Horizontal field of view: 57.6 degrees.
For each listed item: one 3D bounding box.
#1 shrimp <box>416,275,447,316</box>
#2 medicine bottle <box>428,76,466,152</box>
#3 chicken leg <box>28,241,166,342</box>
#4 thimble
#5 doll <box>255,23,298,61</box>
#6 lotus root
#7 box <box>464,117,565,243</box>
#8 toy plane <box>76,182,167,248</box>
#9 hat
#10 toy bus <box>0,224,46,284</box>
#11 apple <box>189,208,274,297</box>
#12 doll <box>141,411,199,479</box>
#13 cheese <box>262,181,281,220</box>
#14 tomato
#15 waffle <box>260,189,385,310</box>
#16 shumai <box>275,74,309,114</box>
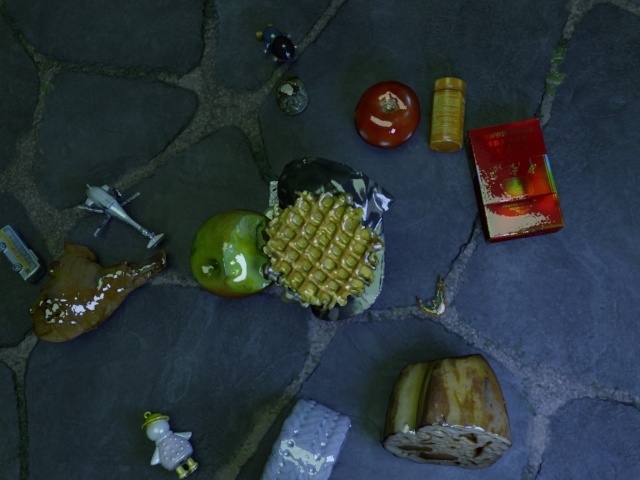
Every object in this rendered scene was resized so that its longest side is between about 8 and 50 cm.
[{"bbox_3d":[0.303,0.149,1.582,0.083,0.023,0.114,3,81,11],"label":"shrimp"},{"bbox_3d":[0.360,-0.355,1.653,0.096,0.096,0.192,5,77,8],"label":"medicine bottle"},{"bbox_3d":[-0.639,0.100,1.655,0.409,0.182,0.295,-27,59,-8],"label":"chicken leg"},{"bbox_3d":[-0.032,0.523,1.445,0.157,0.217,0.246,23,62,8],"label":"thimble"},{"bbox_3d":[-0.129,-0.599,1.782,0.102,0.089,0.179,-33,52,-1],"label":"doll"},{"bbox_3d":[0.289,0.395,1.398,0.316,0.316,0.250,-1,61,7],"label":"lotus root"},{"bbox_3d":[0.524,-0.162,1.593,0.197,0.089,0.314,-9,77,4],"label":"box"},{"bbox_3d":[-0.589,-0.073,1.690,0.182,0.107,0.273,-32,62,-14],"label":"toy plane"},{"bbox_3d":[0.000,0.000,1.501,0.366,0.257,0.382,-12,61,46],"label":"hat"},{"bbox_3d":[-0.899,0.043,1.740,0.075,0.064,0.190,-41,76,-16],"label":"toy bus"},{"bbox_3d":[-0.225,0.038,1.554,0.246,0.226,0.246,3,97,28],"label":"apple"},{"bbox_3d":[-0.407,0.540,1.550,0.129,0.081,0.207,-33,71,-31],"label":"doll"},{"bbox_3d":[-0.135,-0.078,1.681,0.097,0.037,0.192,0,78,6],"label":"cheese"},{"bbox_3d":[0.189,-0.353,1.653,0.195,0.136,0.195,-1,75,5],"label":"tomato"},{"bbox_3d":[-0.008,0.024,1.414,0.329,0.062,0.329,5,107,18],"label":"waffle"},{"bbox_3d":[-0.091,-0.446,1.735,0.098,0.087,0.124,-18,74,4],"label":"shumai"}]
